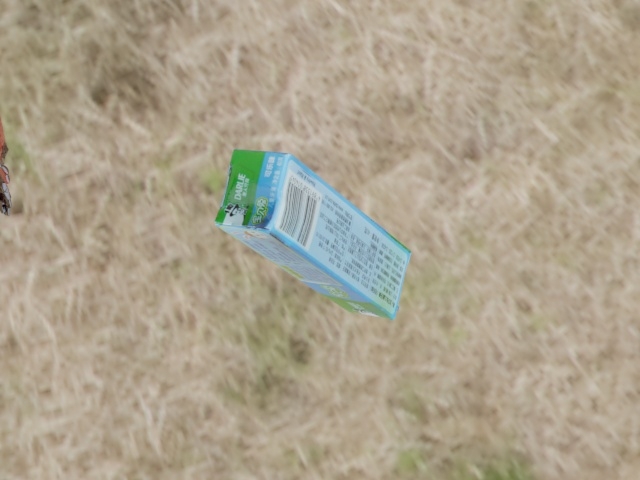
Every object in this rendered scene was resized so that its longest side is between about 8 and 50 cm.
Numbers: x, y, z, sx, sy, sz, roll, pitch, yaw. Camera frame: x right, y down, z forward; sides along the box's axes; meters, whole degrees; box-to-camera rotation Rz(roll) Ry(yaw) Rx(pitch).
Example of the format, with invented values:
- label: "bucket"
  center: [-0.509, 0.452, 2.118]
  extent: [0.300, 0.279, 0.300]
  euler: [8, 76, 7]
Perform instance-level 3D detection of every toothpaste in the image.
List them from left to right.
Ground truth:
- label: "toothpaste"
  center: [0.000, 0.000, 1.361]
  extent: [0.267, 0.050, 0.065]
  euler: [35, 63, -61]

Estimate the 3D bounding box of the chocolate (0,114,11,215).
- label: "chocolate"
  center: [-0.195, -0.106, 0.930]
  extent: [0.028, 0.182, 0.086]
  euler: [-14, 159, -11]
